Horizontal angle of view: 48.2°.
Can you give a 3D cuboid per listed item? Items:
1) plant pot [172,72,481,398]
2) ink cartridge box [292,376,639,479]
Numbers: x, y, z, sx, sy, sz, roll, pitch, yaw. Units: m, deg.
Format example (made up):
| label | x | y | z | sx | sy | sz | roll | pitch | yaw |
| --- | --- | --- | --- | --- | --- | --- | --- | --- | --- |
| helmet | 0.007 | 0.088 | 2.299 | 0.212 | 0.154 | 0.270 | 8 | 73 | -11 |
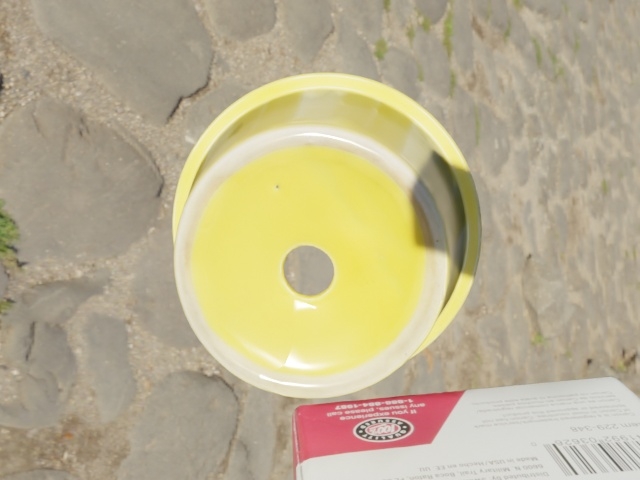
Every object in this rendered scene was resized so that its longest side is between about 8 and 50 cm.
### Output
| label | x | y | z | sx | sy | sz | roll | pitch | yaw |
| --- | --- | --- | --- | --- | --- | --- | --- | --- | --- |
| plant pot | 0.000 | 0.000 | 0.530 | 0.239 | 0.253 | 0.254 | -62 | 142 | -80 |
| ink cartridge box | 0.104 | 0.193 | 0.338 | 0.306 | 0.226 | 0.131 | -104 | -169 | -73 |
